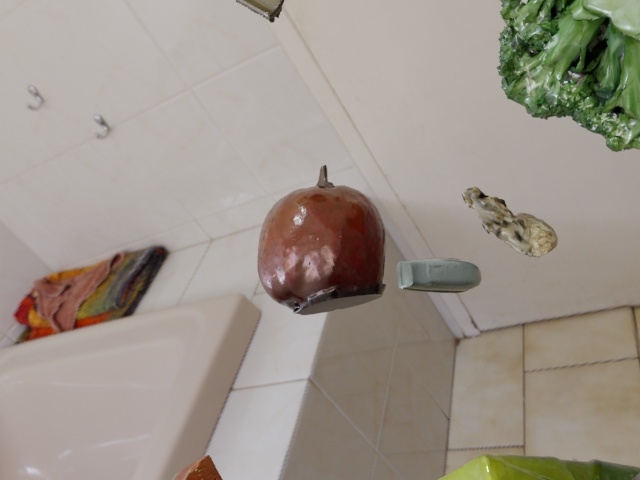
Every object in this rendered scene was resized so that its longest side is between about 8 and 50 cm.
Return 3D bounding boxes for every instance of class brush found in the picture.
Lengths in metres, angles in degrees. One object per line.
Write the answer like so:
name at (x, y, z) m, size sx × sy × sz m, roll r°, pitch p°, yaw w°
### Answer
brush at (-0.154, -0.422, 0.962) m, size 0.248 × 0.036 × 0.043 m, roll 36°, pitch 87°, yaw 23°

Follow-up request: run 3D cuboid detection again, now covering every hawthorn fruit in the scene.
hawthorn fruit at (0.000, 0.000, 0.969) m, size 0.215 × 0.249 × 0.215 m, roll 1°, pitch 6°, yaw 0°

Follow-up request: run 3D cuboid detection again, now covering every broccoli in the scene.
broccoli at (0.333, -0.229, 0.617) m, size 0.295 × 0.245 × 0.265 m, roll 12°, pitch 97°, yaw 37°

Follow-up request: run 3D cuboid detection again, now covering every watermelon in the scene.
watermelon at (-0.212, 0.404, 0.988) m, size 0.135 × 0.125 × 0.094 m, roll 4°, pitch 73°, yaw 50°

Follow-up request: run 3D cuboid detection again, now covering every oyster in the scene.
oyster at (0.460, -0.055, 1.432) m, size 0.094 × 0.166 × 0.294 m, roll -43°, pitch 55°, yaw 1°

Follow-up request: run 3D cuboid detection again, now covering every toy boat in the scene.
toy boat at (0.261, 0.076, 1.273) m, size 0.085 × 0.261 × 0.078 m, roll -15°, pitch 76°, yaw 51°

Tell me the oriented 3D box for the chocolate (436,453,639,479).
chocolate at (0.229, 0.369, 0.551) m, size 0.137 × 0.289 × 0.300 m, roll -35°, pitch 48°, yaw 42°

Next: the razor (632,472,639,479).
razor at (0.329, 0.200, 0.272) m, size 0.349 × 0.113 × 0.204 m, roll -6°, pitch 20°, yaw 33°
